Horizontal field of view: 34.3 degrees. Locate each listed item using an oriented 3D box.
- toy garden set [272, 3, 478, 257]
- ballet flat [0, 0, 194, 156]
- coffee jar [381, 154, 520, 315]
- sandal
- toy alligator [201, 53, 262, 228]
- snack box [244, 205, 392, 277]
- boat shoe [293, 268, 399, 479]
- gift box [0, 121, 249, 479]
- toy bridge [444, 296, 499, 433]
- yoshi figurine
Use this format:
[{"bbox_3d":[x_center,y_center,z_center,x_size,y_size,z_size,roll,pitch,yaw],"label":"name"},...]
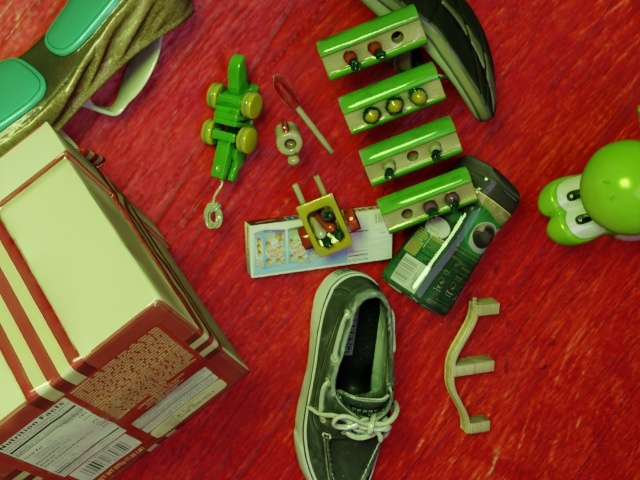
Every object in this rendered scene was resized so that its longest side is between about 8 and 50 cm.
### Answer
[{"bbox_3d":[0.045,-0.099,1.107,0.203,0.049,0.244,-21,122,5],"label":"toy garden set"},{"bbox_3d":[-0.252,-0.151,1.022,0.342,0.116,0.124,-47,138,-7],"label":"ballet flat"},{"bbox_3d":[0.158,-0.008,1.234,0.184,0.079,0.096,-57,141,3],"label":"coffee jar"},{"bbox_3d":[0.091,-0.242,1.135,0.302,0.120,0.086,39,132,-25],"label":"sandal"},{"bbox_3d":[-0.094,-0.107,1.122,0.051,0.056,0.190,-17,120,-61],"label":"toy alligator"},{"bbox_3d":[0.000,0.000,1.209,0.178,0.022,0.064,-7,110,-20],"label":"snack box"},{"bbox_3d":[0.043,0.192,1.242,0.113,0.105,0.306,2,106,-23],"label":"boat shoe"},{"bbox_3d":[-0.252,0.079,0.988,0.255,0.258,0.276,-35,152,-5],"label":"gift box"},{"bbox_3d":[0.193,0.161,1.339,0.063,0.026,0.188,-5,108,-20],"label":"toy bridge"},{"bbox_3d":[0.447,-0.083,1.241,0.362,0.204,0.203,-20,138,-6],"label":"yoshi figurine"}]
